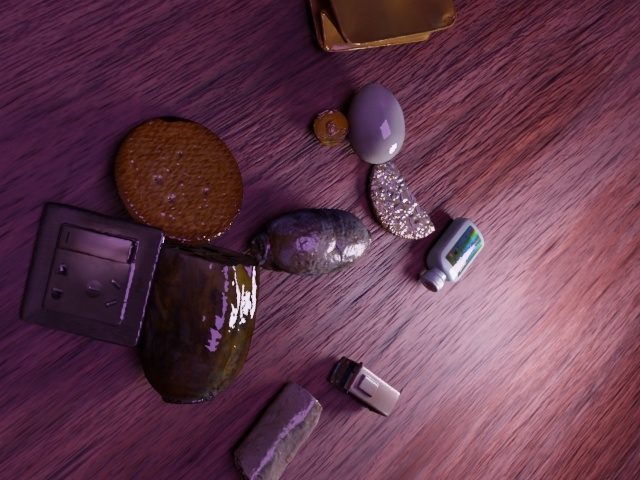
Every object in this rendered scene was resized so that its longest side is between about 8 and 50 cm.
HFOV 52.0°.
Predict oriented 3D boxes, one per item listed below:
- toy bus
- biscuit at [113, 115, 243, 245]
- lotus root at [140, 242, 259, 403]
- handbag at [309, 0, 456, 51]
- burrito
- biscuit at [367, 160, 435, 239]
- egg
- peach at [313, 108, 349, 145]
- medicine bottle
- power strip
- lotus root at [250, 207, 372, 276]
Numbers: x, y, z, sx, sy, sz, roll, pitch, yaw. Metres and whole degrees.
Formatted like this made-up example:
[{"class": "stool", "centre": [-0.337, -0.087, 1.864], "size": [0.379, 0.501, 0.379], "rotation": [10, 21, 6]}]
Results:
[{"class": "toy bus", "centre": [0.121, 0.399, 1.782], "size": [0.182, 0.103, 0.091], "rotation": [40, 73, -29]}, {"class": "biscuit", "centre": [-0.305, -0.131, 1.437], "size": [0.305, 0.038, 0.305], "rotation": [14, 65, -31]}, {"class": "lotus root", "centre": [-0.267, 0.182, 1.432], "size": [0.250, 0.250, 0.346], "rotation": [8, 92, -33]}, {"class": "handbag", "centre": [0.150, -0.647, 1.688], "size": [0.401, 0.133, 0.283], "rotation": [-19, 100, -31]}, {"class": "burrito", "centre": [-0.112, 0.511, 1.643], "size": [0.299, 0.105, 0.143], "rotation": [-53, 123, -20]}, {"class": "biscuit", "centre": [0.207, -0.096, 1.828], "size": [0.141, 0.038, 0.290], "rotation": [-45, 115, -20]}, {"class": "egg", "centre": [0.143, -0.304, 1.698], "size": [0.151, 0.151, 0.209], "rotation": [-3, 89, -33]}, {"class": "peach", "centre": [0.023, -0.285, 1.677], "size": [0.098, 0.061, 0.098], "rotation": [2, 75, -8]}, {"class": "medicine bottle", "centre": [0.383, 0.049, 1.932], "size": [0.229, 0.083, 0.121], "rotation": [-49, 120, -19]}, {"class": "power strip", "centre": [-0.462, 0.068, 1.352], "size": [0.257, 0.092, 0.251], "rotation": [14, 95, 4]}, {"class": "lotus root", "centre": [0.001, -0.002, 1.627], "size": [0.349, 0.175, 0.175], "rotation": [-7, 99, -36]}]
